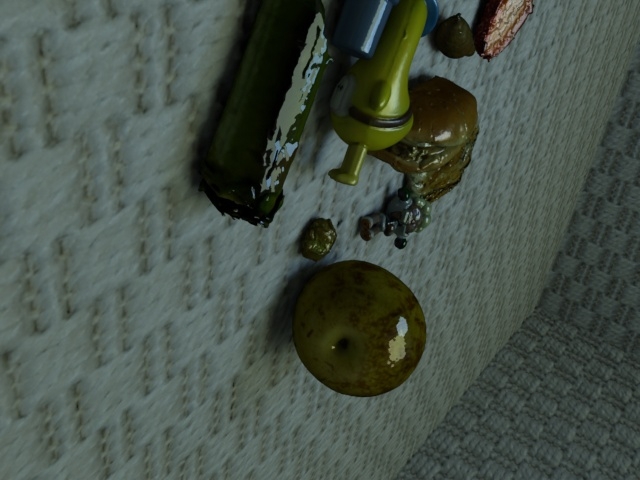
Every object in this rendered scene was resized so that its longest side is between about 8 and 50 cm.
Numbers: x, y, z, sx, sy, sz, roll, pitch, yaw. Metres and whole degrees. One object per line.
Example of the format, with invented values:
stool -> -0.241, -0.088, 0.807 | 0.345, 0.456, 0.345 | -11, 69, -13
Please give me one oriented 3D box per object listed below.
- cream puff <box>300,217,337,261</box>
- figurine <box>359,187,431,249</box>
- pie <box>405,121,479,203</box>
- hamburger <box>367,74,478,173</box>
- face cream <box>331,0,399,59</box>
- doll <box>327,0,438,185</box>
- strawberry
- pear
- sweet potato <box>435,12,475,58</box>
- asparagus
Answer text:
cream puff -> 0.000, 0.000, 1.356 | 0.083, 0.058, 0.083 | -45, 152, -34
figurine -> 0.171, -0.046, 1.587 | 0.197, 0.093, 0.147 | -29, 129, -47
pie -> 0.287, -0.190, 1.706 | 0.274, 0.055, 0.274 | -39, 148, -30
hamburger -> 0.229, -0.237, 1.437 | 0.283, 0.157, 0.144 | -38, 145, -37
face cream -> 0.113, -0.470, 1.087 | 0.385, 0.086, 0.135 | -70, 164, 6
doll -> 0.105, -0.264, 1.185 | 0.199, 0.145, 0.363 | -113, -138, -77
strawberry -> 0.391, -0.497, 1.585 | 0.121, 0.082, 0.188 | 19, 108, -44
pear -> 0.076, 0.171, 1.427 | 0.281, 0.281, 0.280 | -42, 148, -35
sweet potato -> 0.277, -0.406, 1.464 | 0.074, 0.075, 0.269 | -66, 164, 9
asparagus -> -0.063, -0.207, 0.980 | 0.108, 0.128, 0.381 | -107, -144, -74
